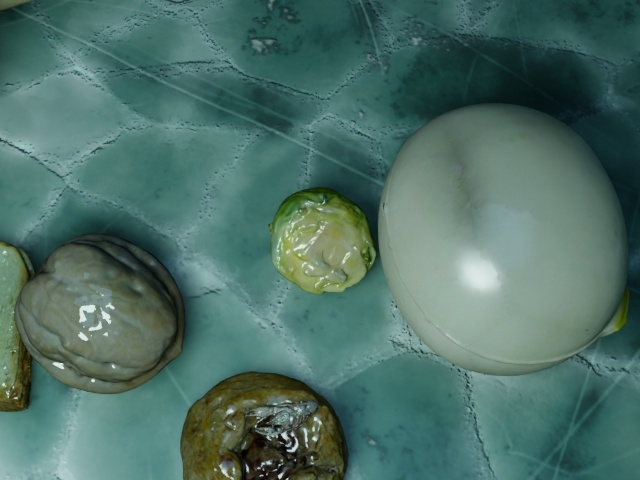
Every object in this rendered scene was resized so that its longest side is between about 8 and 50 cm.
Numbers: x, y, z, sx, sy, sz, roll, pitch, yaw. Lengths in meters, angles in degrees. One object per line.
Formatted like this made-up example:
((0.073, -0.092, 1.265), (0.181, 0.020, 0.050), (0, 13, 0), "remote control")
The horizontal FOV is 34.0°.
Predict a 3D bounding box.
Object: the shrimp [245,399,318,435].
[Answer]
((-0.047, 0.224, 1.316), (0.092, 0.029, 0.038), (-8, 74, -3), "shrimp")

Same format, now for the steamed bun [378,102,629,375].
((0.240, -0.004, 1.404), (0.334, 0.334, 0.374), (-6, 67, -6), "steamed bun")

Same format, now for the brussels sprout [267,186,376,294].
((-0.001, -0.004, 1.495), (0.149, 0.122, 0.152), (-15, 104, -2), "brussels sprout")

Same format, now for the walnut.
((-0.284, 0.100, 1.382), (0.224, 0.224, 0.224), (1, 67, -3), "walnut")

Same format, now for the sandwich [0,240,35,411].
((-0.525, 0.118, 1.427), (0.273, 0.095, 0.249), (-3, 64, -3), "sandwich")

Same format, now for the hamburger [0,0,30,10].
((-0.499, -0.497, 1.587), (0.170, 0.302, 0.302), (-34, 73, -7), "hamburger")

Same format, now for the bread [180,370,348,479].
((-0.072, 0.276, 1.370), (0.230, 0.123, 0.230), (1, 64, -3), "bread")
